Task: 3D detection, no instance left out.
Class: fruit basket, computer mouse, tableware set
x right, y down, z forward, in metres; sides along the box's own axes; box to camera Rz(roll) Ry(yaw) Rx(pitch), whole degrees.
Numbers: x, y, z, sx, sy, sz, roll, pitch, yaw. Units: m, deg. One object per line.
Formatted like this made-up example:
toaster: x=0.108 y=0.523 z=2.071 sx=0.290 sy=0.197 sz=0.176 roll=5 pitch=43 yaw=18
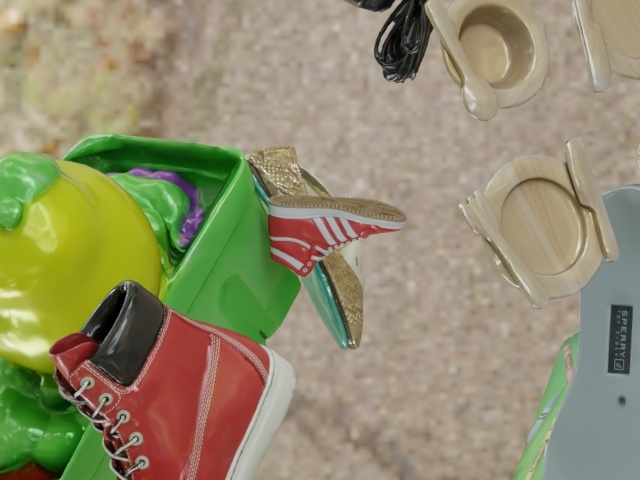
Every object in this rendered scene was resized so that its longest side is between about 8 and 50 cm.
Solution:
fruit basket: x=-0.220 y=0.051 z=1.652 sx=0.283 sy=0.392 sz=0.392 roll=8 pitch=99 yaw=45
computer mouse: x=0.031 y=-0.293 z=1.961 sx=0.272 sy=0.072 sz=0.188 roll=35 pitch=123 yaw=28
tableware set: x=0.121 y=-0.057 z=0.875 sx=0.020 sy=0.168 sz=0.141 roll=-25 pitch=87 yaw=62

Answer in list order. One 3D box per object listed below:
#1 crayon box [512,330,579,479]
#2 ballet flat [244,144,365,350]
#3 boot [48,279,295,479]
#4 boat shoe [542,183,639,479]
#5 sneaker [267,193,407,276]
crayon box: x=0.253 y=0.213 z=1.657 sx=0.081 sy=0.165 sz=0.278 roll=-36 pitch=19 yaw=45
ballet flat: x=0.000 y=0.000 z=1.798 sx=0.206 sy=0.067 sz=0.073 roll=60 pitch=161 yaw=2
boot: x=-0.135 y=0.159 z=1.356 sx=0.088 sy=0.176 sz=0.244 roll=-1 pitch=65 yaw=54
boat shoe: x=0.158 y=0.066 z=0.938 sx=0.065 sy=0.083 sz=0.183 roll=8 pitch=92 yaw=34
sneaker: x=0.013 y=-0.001 z=1.680 sx=0.042 sy=0.118 sz=0.067 roll=-75 pitch=-10 yaw=-71
